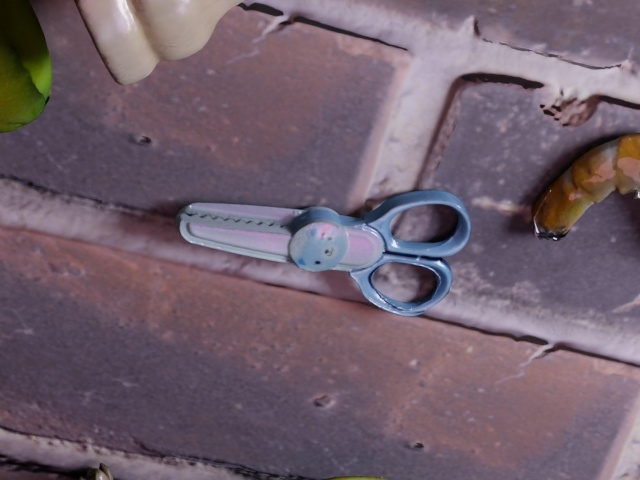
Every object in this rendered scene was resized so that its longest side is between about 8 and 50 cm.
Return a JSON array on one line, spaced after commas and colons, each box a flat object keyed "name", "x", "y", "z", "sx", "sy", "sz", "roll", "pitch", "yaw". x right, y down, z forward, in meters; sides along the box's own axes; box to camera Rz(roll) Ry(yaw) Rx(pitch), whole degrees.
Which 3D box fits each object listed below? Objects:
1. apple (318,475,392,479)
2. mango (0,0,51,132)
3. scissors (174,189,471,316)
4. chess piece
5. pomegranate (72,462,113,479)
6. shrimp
[{"name": "apple", "x": 0.003, "y": 0.302, "z": 1.808, "sx": 0.265, "sy": 0.120, "sz": 0.193, "roll": -5, "pitch": 150, "yaw": -17}, {"name": "mango", "x": -0.283, "y": -0.165, "z": 1.482, "sx": 0.125, "sy": 0.111, "sz": 0.233, "roll": -5, "pitch": 137, "yaw": 13}, {"name": "scissors", "x": 0.000, "y": 0.000, "z": 1.664, "sx": 0.256, "sy": 0.030, "sz": 0.125, "roll": 8, "pitch": 123, "yaw": -15}, {"name": "chess piece", "x": -0.043, "y": -0.238, "z": 1.439, "sx": 0.299, "sy": 0.167, "sz": 0.167, "roll": -20, "pitch": 123, "yaw": 1}, {"name": "pomegranate", "x": -0.181, "y": 0.273, "z": 1.786, "sx": 0.114, "sy": 0.114, "sz": 0.142, "roll": -31, "pitch": 92, "yaw": 13}, {"name": "shrimp", "x": 0.274, "y": -0.016, "z": 1.676, "sx": 0.166, "sy": 0.049, "sz": 0.161, "roll": -27, "pitch": 119, "yaw": 13}]
